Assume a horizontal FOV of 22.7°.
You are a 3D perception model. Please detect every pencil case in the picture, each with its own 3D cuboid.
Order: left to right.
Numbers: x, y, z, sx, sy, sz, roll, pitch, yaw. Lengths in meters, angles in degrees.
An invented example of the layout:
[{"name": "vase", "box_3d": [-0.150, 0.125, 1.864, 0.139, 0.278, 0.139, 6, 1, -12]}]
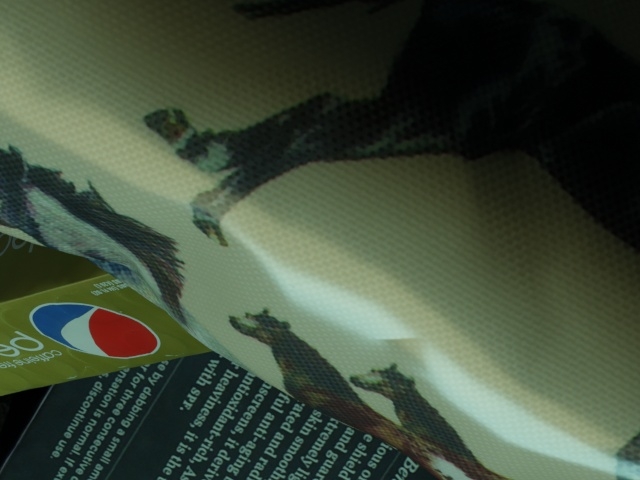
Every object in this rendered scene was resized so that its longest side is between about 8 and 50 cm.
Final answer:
[{"name": "pencil case", "box_3d": [-0.019, -0.041, 0.415, 0.410, 0.160, 0.183, 28, 159, -3]}]

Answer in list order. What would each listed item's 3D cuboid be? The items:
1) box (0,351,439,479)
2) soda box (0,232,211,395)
[{"name": "box", "box_3d": [0.005, 0.085, 0.848, 0.294, 0.182, 0.296, 31, -169, -11]}, {"name": "soda box", "box_3d": [-0.093, 0.012, 0.572, 0.181, 0.058, 0.061, -14, 145, 42]}]
